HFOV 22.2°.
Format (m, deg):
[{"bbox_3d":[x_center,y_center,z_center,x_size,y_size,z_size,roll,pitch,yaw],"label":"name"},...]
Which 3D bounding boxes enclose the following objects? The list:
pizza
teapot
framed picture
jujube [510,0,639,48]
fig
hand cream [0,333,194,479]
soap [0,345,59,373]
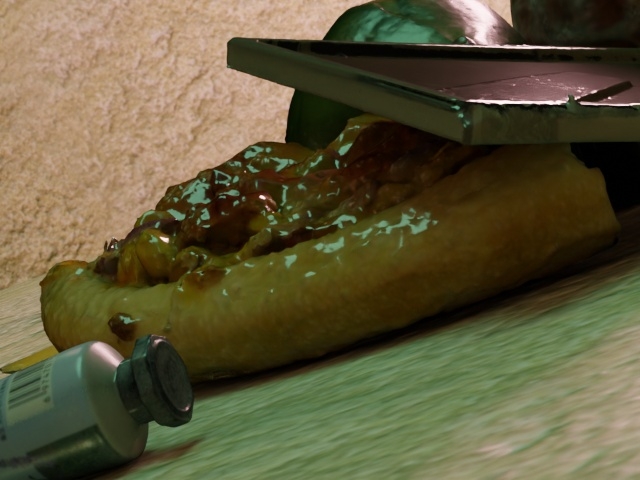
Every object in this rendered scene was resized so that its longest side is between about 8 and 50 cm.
[{"bbox_3d":[0.000,0.000,0.956,0.409,0.114,0.278,-8,17,42],"label":"pizza"},{"bbox_3d":[0.181,-0.072,1.090,0.087,0.096,0.177,-18,5,21],"label":"teapot"},{"bbox_3d":[0.138,-0.085,0.903,0.315,0.024,0.232,-2,15,-31],"label":"framed picture"},{"bbox_3d":[0.314,-0.193,1.265,0.308,0.215,0.246,-14,-25,39],"label":"jujube"},{"bbox_3d":[0.077,-0.085,1.140,0.195,0.195,0.245,-21,6,-17],"label":"fig"},{"bbox_3d":[-0.186,0.109,0.772,0.271,0.058,0.091,-22,15,16],"label":"hand cream"},{"bbox_3d":[-0.148,0.074,1.133,0.168,0.033,0.089,-22,3,-32],"label":"soap"}]
